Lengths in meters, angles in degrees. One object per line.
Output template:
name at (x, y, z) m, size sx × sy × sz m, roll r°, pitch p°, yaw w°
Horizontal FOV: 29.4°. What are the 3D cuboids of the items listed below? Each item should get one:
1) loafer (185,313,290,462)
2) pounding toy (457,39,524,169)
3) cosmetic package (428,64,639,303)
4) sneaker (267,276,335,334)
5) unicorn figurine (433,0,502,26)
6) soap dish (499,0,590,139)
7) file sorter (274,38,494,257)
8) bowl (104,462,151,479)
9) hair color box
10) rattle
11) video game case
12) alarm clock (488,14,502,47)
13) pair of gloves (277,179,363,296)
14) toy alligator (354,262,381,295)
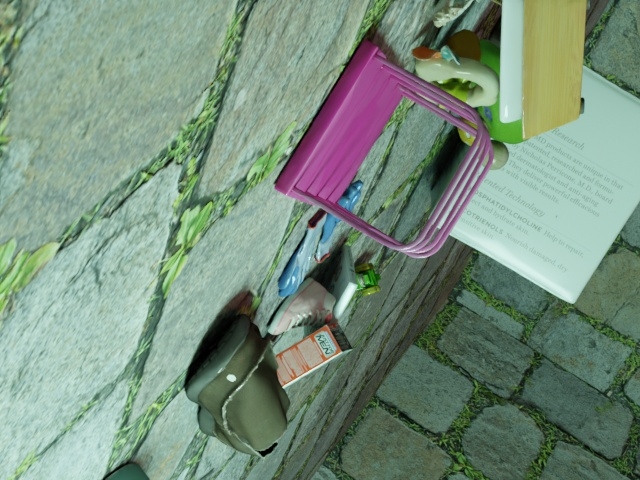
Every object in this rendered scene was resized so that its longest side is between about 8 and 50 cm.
loafer at (-0.091, 0.210, 1.675) m, size 0.133 × 0.130 × 0.366 m, roll -54°, pitch 169°, yaw -17°
pounding toy at (0.249, -0.212, 1.999) m, size 0.110 × 0.183 × 0.237 m, roll -28°, pitch 164°, yaw -15°
cosmetic package at (0.448, -0.152, 2.399) m, size 0.393 × 0.327 × 0.329 m, roll -60°, pitch -179°, yaw 12°
sneaker at (-0.022, 0.113, 1.873) m, size 0.134 × 0.070 × 0.051 m, roll -45°, pitch 167°, yaw -48°
unicorn figurine at (0.200, -0.338, 1.640) m, size 0.162 × 0.060 × 0.111 m, roll -34°, pitch 172°, yaw -30°
soap dish at (0.323, -0.307, 1.747) m, size 0.291 × 0.118 × 0.228 m, roll -71°, pitch 160°, yaw -57°
file sorter at (0.100, -0.094, 1.527) m, size 0.202 × 0.182 × 0.291 m, roll -59°, pitch 169°, yaw 4°
bowl at (-0.260, 0.455, 1.538) m, size 0.311 × 0.163 × 0.311 m, roll -55°, pitch 170°, yaw -15°
hair color box at (-0.040, 0.191, 1.885) m, size 0.167 × 0.053 × 0.093 m, roll -30°, pitch 172°, yaw 9°
rattle at (0.188, -0.275, 1.728) m, size 0.200 × 0.130 × 0.142 m, roll 37°, pitch 73°, yaw -53°
video game case at (0.014, 0.101, 1.987) m, size 0.157 × 0.019 × 0.143 m, roll -61°, pitch -166°, yaw 21°
alarm clock at (0.342, -0.361, 2.194) m, size 0.192 × 0.064 × 0.129 m, roll -59°, pitch 170°, yaw 22°
pair of gloves at (0.000, 0.000, 1.781) m, size 0.198 × 0.023 × 0.159 m, roll -47°, pitch 165°, yaw -47°
toy alligator at (0.071, 0.075, 2.249) m, size 0.051 × 0.056 × 0.190 m, roll -18°, pitch 177°, yaw 12°
